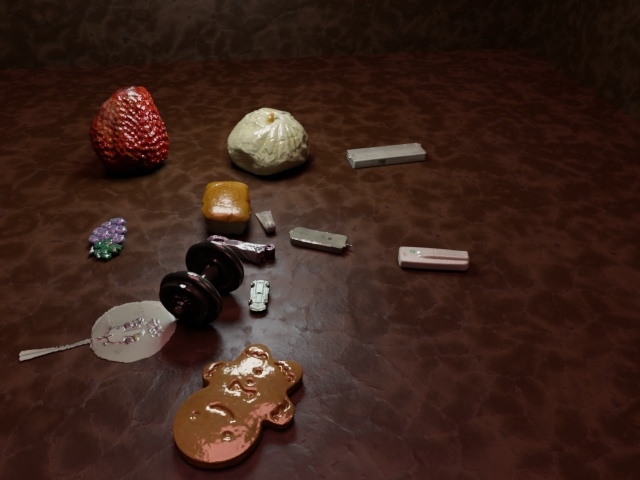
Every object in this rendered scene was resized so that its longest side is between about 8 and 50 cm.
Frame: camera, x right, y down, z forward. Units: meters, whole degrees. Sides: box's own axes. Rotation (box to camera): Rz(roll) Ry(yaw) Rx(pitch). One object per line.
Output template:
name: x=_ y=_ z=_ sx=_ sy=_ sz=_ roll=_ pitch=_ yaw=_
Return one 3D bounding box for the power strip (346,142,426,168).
power strip: x=0.294 y=-0.374 z=2.326 sx=0.368 sy=0.043 sz=0.106 roll=-8 pitch=39 yaw=-12

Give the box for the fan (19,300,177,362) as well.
fan: x=-0.609 y=0.270 z=1.474 sx=0.415 sy=0.012 sz=0.233 roll=-13 pitch=39 yaw=-20

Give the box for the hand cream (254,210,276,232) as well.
hand cream: x=-0.197 y=-0.071 z=1.925 sx=0.061 sy=0.039 sz=0.143 roll=-15 pitch=31 yaw=-11

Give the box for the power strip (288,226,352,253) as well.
power strip: x=0.000 y=0.000 z=1.839 sx=0.227 sy=0.029 sz=0.080 roll=11 pitch=37 yaw=13

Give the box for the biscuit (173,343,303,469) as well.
biscuit: x=-0.202 y=0.395 z=1.300 sx=0.275 sy=0.052 sz=0.355 roll=25 pitch=42 yaw=27

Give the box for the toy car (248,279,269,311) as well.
toy car: x=-0.184 y=0.169 z=1.607 sx=0.059 sy=0.035 sz=0.122 roll=1 pitch=46 yaw=-1

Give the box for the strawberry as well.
strawberry: x=-0.759 y=-0.443 z=2.126 sx=0.267 sy=0.351 sz=0.312 roll=37 pitch=43 yaw=26

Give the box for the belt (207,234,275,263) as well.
belt: x=-0.268 y=0.030 z=1.771 sx=0.232 sy=0.053 sz=0.071 roll=8 pitch=30 yaw=8

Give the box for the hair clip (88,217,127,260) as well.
hair clip: x=-0.723 y=-0.001 z=1.807 sx=0.124 sy=0.052 sz=0.195 roll=-8 pitch=46 yaw=1

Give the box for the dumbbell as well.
dumbbell: x=-0.339 y=0.120 z=1.538 sx=0.192 sy=0.192 sz=0.290 roll=13 pitch=38 yaw=14

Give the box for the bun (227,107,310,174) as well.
bun: x=-0.219 y=-0.434 z=2.234 sx=0.349 sy=0.227 sz=0.352 roll=5 pitch=36 yaw=8

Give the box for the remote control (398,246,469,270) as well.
remote control: x=0.375 y=0.057 z=1.763 sx=0.230 sy=0.049 sz=0.090 roll=3 pitch=35 yaw=4

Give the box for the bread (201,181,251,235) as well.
bread: x=-0.336 y=-0.119 z=1.907 sx=0.174 sy=0.121 sz=0.245 roll=-3 pitch=36 yaw=-4
